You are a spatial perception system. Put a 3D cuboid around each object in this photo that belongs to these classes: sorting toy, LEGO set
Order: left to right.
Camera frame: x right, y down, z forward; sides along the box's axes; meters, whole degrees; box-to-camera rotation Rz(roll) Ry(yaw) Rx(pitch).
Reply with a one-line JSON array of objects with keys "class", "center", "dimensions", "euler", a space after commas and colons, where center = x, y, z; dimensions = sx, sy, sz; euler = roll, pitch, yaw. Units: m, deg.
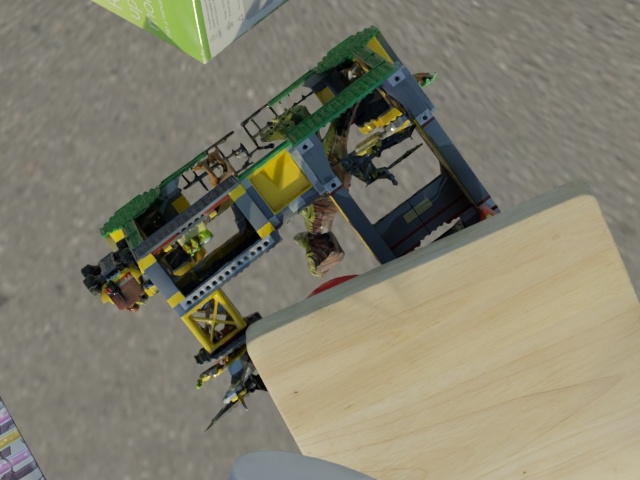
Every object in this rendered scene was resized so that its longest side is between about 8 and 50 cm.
[{"class": "LEGO set", "center": [0.000, 0.000, 1.532], "dimensions": [0.331, 0.255, 0.192], "euler": [-39, 106, -9]}, {"class": "sorting toy", "center": [0.111, 0.100, 1.419], "dimensions": [0.257, 0.089, 0.255], "euler": [-24, 117, 6]}]

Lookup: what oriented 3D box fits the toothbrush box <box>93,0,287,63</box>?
[{"class": "toothbrush box", "center": [-0.155, -0.289, 1.456], "dimensions": [0.122, 0.283, 0.206], "euler": [-39, 144, -26]}]

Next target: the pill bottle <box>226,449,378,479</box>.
[{"class": "pill bottle", "center": [-0.025, 0.177, 0.690], "dimensions": [0.108, 0.108, 0.193], "euler": [19, 101, -7]}]

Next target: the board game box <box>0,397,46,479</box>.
[{"class": "board game box", "center": [-0.265, 0.068, 0.896], "dimensions": [0.208, 0.056, 0.347], "euler": [-30, 116, -11]}]
